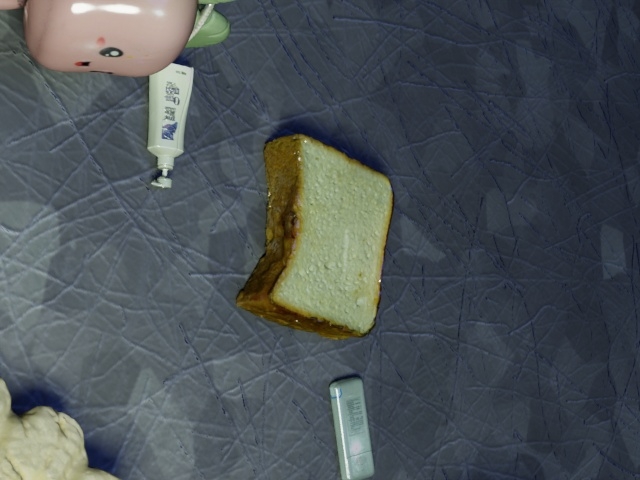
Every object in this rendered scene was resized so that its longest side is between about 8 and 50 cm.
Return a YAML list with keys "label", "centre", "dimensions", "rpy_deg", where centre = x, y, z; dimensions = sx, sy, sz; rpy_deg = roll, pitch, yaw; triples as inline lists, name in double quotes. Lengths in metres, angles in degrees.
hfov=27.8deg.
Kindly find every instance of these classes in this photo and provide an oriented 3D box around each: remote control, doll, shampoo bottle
- label: "remote control"
  centre: [0.038, 0.227, 1.550]
  dimensions: [0.053, 0.018, 0.124]
  rpy_deg: [-9, 90, -46]
- label: "doll"
  centre: [-0.196, -0.266, 1.235]
  dimensions: [0.268, 0.284, 0.216]
  rpy_deg: [8, 77, -18]
- label: "shampoo bottle"
  centre: [-0.164, -0.124, 1.393]
  dimensions: [0.049, 0.034, 0.141]
  rpy_deg: [13, 76, -49]

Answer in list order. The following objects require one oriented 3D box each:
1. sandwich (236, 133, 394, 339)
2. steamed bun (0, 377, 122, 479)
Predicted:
- label: "sandwich"
  centre: [0.000, 0.000, 1.515]
  dimensions: [0.186, 0.065, 0.215]
  rpy_deg: [21, 69, -42]
- label: "steamed bun"
  centre: [-0.279, 0.266, 1.114]
  dimensions: [0.292, 0.137, 0.295]
  rpy_deg: [55, 22, 18]
